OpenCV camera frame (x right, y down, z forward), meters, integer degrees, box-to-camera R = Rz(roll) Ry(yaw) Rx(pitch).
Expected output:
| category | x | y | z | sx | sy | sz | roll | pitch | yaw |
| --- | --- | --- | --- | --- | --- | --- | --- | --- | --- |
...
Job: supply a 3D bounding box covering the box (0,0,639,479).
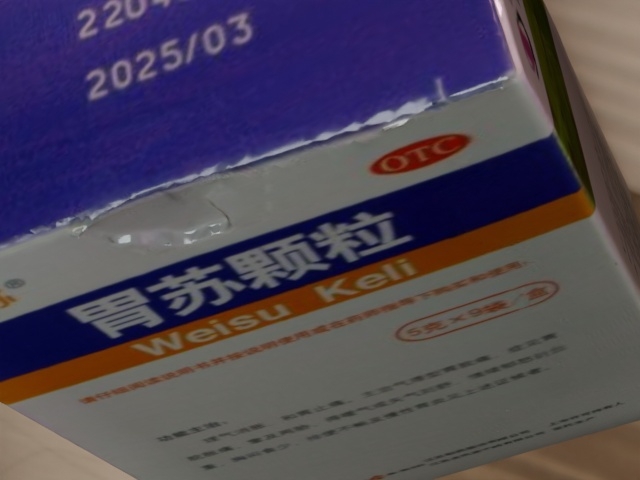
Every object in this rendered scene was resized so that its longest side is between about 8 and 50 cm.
| category | x | y | z | sx | sy | sz | roll | pitch | yaw |
| --- | --- | --- | --- | --- | --- | --- | --- | --- | --- |
| box | 0.000 | 0.000 | 0.596 | 0.200 | 0.106 | 0.299 | -18 | 154 | 13 |
